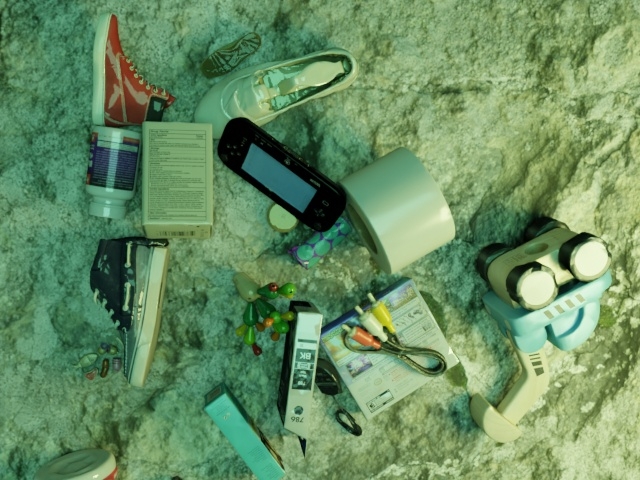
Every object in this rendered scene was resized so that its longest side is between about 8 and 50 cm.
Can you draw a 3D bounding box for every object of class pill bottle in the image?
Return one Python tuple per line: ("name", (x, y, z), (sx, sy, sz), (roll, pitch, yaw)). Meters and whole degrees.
("pill bottle", (-0.457, -0.148, 1.505), (0.108, 0.108, 0.193), (8, 93, -10))
("pill bottle", (-0.521, 0.649, 1.530), (0.176, 0.176, 0.318), (-10, 97, -8))

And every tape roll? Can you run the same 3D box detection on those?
("tape roll", (0.166, -0.066, 1.545), (0.169, 0.246, 0.246), (-30, 99, -6))

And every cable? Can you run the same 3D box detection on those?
("cable", (0.168, 0.253, 1.599), (0.287, 0.072, 0.139), (40, 93, -10))

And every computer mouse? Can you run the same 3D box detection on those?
("computer mouse", (0.044, 0.375, 1.653), (0.041, 0.071, 0.242), (-49, 121, -44))

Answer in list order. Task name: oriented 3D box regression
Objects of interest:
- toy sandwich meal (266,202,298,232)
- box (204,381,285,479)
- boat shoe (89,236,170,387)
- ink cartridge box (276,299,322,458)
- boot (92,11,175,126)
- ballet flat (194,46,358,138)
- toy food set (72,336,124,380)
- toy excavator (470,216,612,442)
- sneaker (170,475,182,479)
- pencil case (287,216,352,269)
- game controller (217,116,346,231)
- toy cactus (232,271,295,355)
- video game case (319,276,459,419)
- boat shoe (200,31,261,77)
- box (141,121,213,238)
("toy sandwich meal", (-0.086, -0.060, 1.615), (0.086, 0.029, 0.085), (-1, 96, -6))
("box", (-0.179, 0.455, 1.607), (0.060, 0.100, 0.244), (-36, 100, -5))
("boat shoe", (-0.441, 0.151, 1.536), (0.158, 0.127, 0.340), (9, 85, -5))
("ink cartridge box", (-0.054, 0.315, 1.583), (0.065, 0.165, 0.332), (5, 93, -10))
("boot", (-0.408, -0.371, 1.508), (0.176, 0.088, 0.244), (1, 103, -10))
("ballet flat", (-0.097, -0.343, 1.536), (0.400, 0.139, 0.139), (-22, 98, -6))
("toy food set", (-0.502, 0.282, 1.580), (0.122, 0.019, 0.078), (-37, 99, -4))
("toy excavator", (0.523, 0.228, 1.662), (0.433, 0.222, 0.445), (-27, 107, -5))
("sneaker", (-0.328, 0.663, 1.618), (0.082, 0.069, 0.209), (-20, 98, -3))
("pencil case", (0.000, 0.000, 1.615), (0.152, 0.064, 0.070), (-43, 116, -4))
("game controller", (-0.087, -0.145, 1.523), (0.319, 0.166, 0.067), (36, 63, 0))
("toy cactus", (-0.145, 0.153, 1.577), (0.112, 0.219, 0.180), (-25, 65, -43))
("video game case", (0.161, 0.260, 1.665), (0.270, 0.061, 0.244), (-31, 99, -5))
("boat shoe", (-0.204, -0.424, 1.560), (0.153, 0.048, 0.056), (-36, 112, 2))
("box", (-0.310, -0.128, 1.489), (0.149, 0.127, 0.232), (0, 76, -10))
